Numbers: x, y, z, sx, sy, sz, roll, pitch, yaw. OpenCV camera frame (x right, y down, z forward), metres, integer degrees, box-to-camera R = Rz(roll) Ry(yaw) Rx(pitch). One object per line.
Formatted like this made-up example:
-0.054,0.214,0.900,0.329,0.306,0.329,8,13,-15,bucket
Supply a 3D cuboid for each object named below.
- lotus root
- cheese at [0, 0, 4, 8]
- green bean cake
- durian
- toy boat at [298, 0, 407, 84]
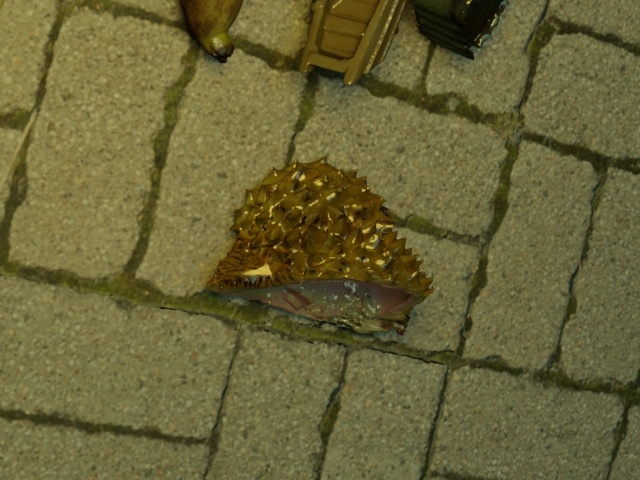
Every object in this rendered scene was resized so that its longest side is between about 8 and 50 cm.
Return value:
-0.128,-0.309,1.602,0.095,0.108,0.190,11,107,-1,lotus root
-0.374,-0.318,1.481,0.251,0.054,0.127,-49,117,-1,cheese
0.193,-0.344,1.723,0.094,0.173,0.181,28,86,14,green bean cake
0.011,-0.007,1.727,0.305,0.185,0.195,12,69,-20,durian
0.078,-0.405,1.650,0.162,0.136,0.445,18,88,-69,toy boat
